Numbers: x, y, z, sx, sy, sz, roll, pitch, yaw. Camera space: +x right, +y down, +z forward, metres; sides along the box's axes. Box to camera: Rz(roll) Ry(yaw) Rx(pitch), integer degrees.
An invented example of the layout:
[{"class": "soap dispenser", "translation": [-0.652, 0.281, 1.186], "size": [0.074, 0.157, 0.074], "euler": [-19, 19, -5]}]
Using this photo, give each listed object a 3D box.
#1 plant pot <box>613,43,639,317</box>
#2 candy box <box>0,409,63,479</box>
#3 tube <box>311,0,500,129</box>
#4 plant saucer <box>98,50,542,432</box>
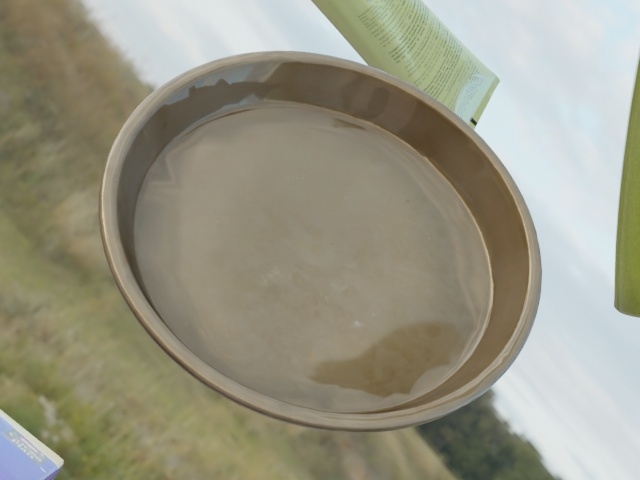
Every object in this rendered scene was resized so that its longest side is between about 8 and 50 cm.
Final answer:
[{"class": "plant pot", "translation": [0.355, -0.104, 1.241], "size": [0.275, 0.275, 0.293], "euler": [-146, -132, -83]}, {"class": "candy box", "translation": [-0.282, 0.089, 0.727], "size": [0.268, 0.122, 0.317], "euler": [38, 1, 1]}, {"class": "tube", "translation": [0.057, -0.160, 1.216], "size": [0.240, 0.070, 0.062], "euler": [42, 18, -36]}, {"class": "plant saucer", "translation": [0.000, 0.000, 0.959], "size": [0.278, 0.278, 0.041], "euler": [50, -35, 18]}]
